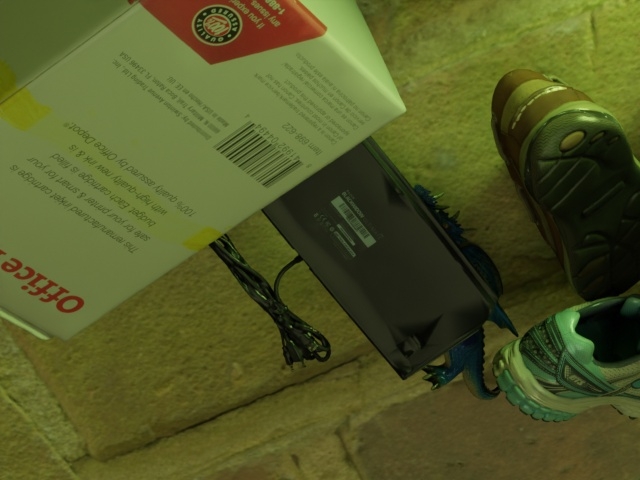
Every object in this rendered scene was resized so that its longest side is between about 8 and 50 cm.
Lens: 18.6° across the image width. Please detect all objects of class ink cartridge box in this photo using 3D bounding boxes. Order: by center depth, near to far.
[{"bbox_3d":[-0.172,-0.117,1.614,0.385,0.160,0.279,-34,141,15],"label":"ink cartridge box"}]

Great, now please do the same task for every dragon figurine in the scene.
[{"bbox_3d":[0.138,0.064,1.894,0.144,0.085,0.289,-37,123,17],"label":"dragon figurine"}]

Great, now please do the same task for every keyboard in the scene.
[{"bbox_3d":[0.000,0.000,1.796,0.201,0.033,0.317,-35,104,15],"label":"keyboard"}]

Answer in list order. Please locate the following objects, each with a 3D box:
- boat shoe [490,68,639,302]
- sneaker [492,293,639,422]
[{"bbox_3d":[0.239,-0.057,1.805,0.123,0.120,0.324,-35,146,-2],"label":"boat shoe"},{"bbox_3d":[0.306,0.106,1.885,0.283,0.110,0.122,-7,149,-40],"label":"sneaker"}]
